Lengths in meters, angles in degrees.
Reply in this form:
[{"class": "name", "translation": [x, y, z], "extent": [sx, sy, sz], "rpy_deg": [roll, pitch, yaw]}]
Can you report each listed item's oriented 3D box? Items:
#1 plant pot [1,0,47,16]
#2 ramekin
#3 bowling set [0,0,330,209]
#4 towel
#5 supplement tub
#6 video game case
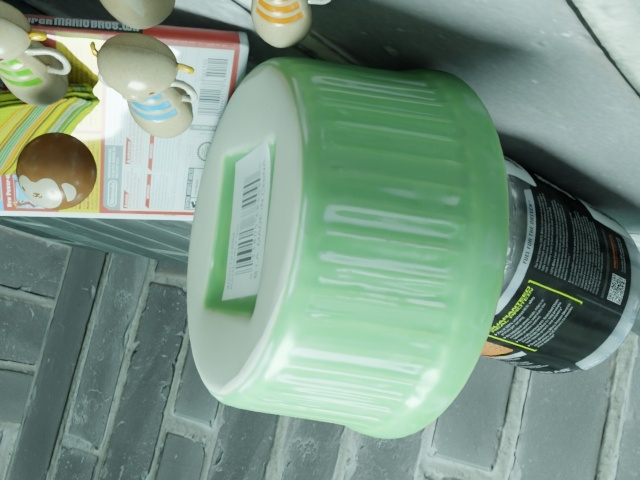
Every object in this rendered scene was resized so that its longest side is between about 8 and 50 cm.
[{"class": "plant pot", "translation": [-0.394, -0.131, 0.877], "extent": [0.290, 0.195, 0.290], "rpy_deg": [13, 171, 2]}, {"class": "ramekin", "translation": [0.000, 0.000, 0.706], "extent": [0.148, 0.303, 0.303], "rpy_deg": [9, 174, -24]}, {"class": "bowling set", "translation": [-0.145, -0.123, 0.571], "extent": [0.287, 0.199, 0.154], "rpy_deg": [9, 170, 1]}, {"class": "towel", "translation": [-0.264, -0.066, 0.643], "extent": [0.021, 0.102, 0.237], "rpy_deg": [49, -152, 7]}, {"class": "supplement tub", "translation": [0.178, 0.019, 0.945], "extent": [0.338, 0.207, 0.207], "rpy_deg": [21, 169, -42]}, {"class": "video game case", "translation": [-0.216, -0.100, 0.767], "extent": [0.285, 0.025, 0.204], "rpy_deg": [1, 135, -15]}]
